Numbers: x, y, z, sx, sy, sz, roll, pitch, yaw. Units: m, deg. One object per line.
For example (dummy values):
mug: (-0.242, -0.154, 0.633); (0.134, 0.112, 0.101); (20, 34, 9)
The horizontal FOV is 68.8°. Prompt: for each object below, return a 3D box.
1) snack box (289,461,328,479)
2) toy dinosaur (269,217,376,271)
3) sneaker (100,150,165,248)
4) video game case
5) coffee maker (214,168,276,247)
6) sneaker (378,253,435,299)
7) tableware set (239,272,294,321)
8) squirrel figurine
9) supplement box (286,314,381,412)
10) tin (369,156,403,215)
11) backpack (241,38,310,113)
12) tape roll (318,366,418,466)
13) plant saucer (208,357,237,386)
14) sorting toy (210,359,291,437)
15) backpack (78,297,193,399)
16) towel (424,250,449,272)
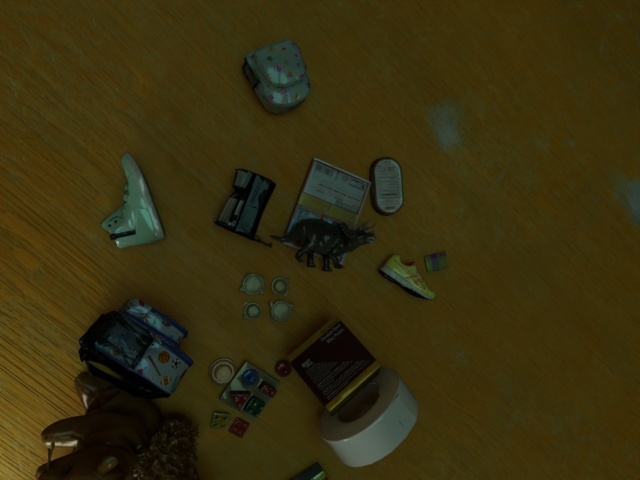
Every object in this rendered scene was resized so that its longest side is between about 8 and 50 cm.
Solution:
snack box: (-0.030, 0.812, 1.407); (0.175, 0.070, 0.207); (-27, 96, -15)
toy dinosaur: (0.000, 0.000, 1.389); (0.314, 0.121, 0.160); (11, 75, -12)
sneaker: (-0.531, -0.104, 1.257); (0.151, 0.094, 0.255); (-18, 93, -13)
video game case: (0.021, -0.089, 1.452); (0.204, 0.025, 0.284); (22, 83, -15)
coffee maker: (-0.198, -0.097, 1.355); (0.171, 0.120, 0.178); (27, 83, -38)
sneaker: (0.295, 0.117, 1.501); (0.209, 0.081, 0.094); (34, 78, -13)
tableware set: (-0.160, 0.172, 1.401); (0.169, 0.020, 0.140); (5, 86, -15)
squirrel figurine: (-0.469, 0.529, 1.125); (0.398, 0.370, 0.280); (17, 85, -15)
supplement box: (0.040, 0.362, 1.358); (0.191, 0.129, 0.194); (-39, 67, -13)
tin: (0.212, -0.174, 1.504); (0.106, 0.040, 0.189); (-4, 91, -12)
backpack: (-0.116, -0.472, 1.356); (0.166, 0.144, 0.188); (-27, 100, -20)
tape roll: (0.137, 0.500, 1.347); (0.286, 0.286, 0.100); (-38, 99, -13)
plant saucer: (-0.284, 0.385, 1.366); (0.084, 0.013, 0.083); (0, 89, -16)
sorting toy: (-0.207, 0.452, 1.363); (0.132, 0.046, 0.274); (39, 81, -18)
backpack: (-0.462, 0.283, 1.205); (0.263, 0.277, 0.213); (46, 65, -14)
towel: (0.390, 0.072, 1.566); (0.084, 0.009, 0.060); (-13, 94, -15)
